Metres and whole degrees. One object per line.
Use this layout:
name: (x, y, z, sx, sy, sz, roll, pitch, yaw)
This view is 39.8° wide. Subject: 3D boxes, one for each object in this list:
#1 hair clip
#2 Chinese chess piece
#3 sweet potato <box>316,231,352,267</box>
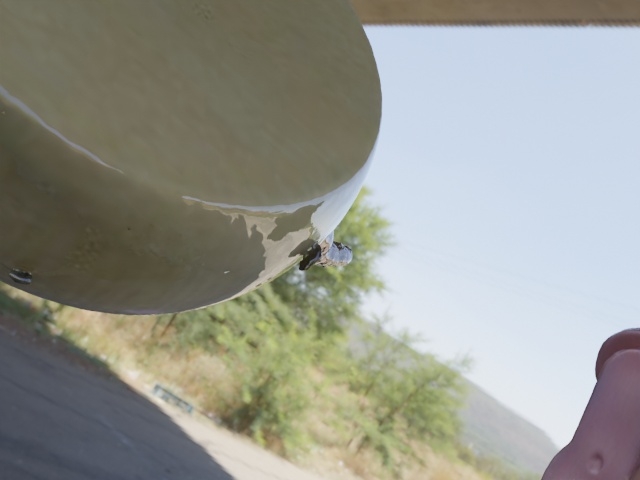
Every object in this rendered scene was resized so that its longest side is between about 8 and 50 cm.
hair clip: (0.193, 0.124, 0.503, 0.102, 0.138, 0.123, 19, 3, -30)
Chinese chess piece: (-0.094, -0.092, 0.432, 0.273, 0.273, 0.102, 34, -47, -17)
sweet potato: (0.000, 0.000, 0.955, 0.050, 0.050, 0.214, 29, -8, 19)
